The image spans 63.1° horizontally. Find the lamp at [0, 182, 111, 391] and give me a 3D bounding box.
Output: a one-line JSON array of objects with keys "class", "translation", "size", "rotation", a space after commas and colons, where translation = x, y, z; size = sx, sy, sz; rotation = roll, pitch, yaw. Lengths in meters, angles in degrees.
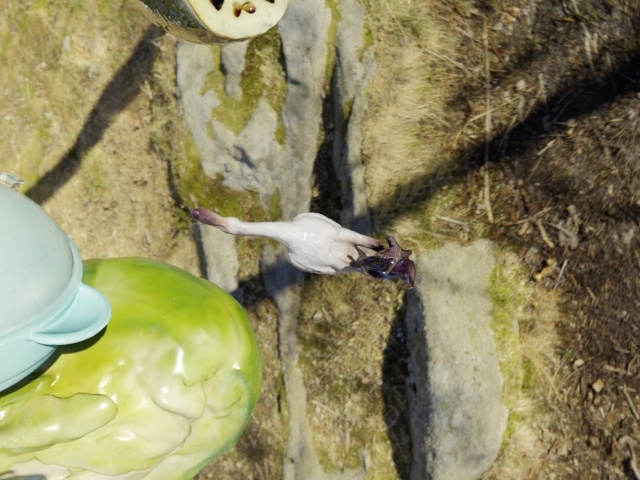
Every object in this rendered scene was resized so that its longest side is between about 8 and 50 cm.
[{"class": "lamp", "translation": [-0.308, 0.018, 0.394], "size": [0.284, 0.209, 0.147], "rotation": [15, 107, 38]}]

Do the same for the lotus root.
[{"class": "lotus root", "translation": [-0.237, -0.498, 0.989], "size": [0.346, 0.251, 0.250], "rotation": [38, 124, 47]}]

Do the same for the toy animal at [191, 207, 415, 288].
[{"class": "toy animal", "translation": [-0.012, 0.001, 0.797], "size": [0.324, 0.195, 0.090], "rotation": [14, 79, 5]}]

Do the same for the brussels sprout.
[{"class": "brussels sprout", "translation": [-0.253, 0.178, 0.596], "size": [0.315, 0.371, 0.275], "rotation": [30, 151, 49]}]

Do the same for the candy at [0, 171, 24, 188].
[{"class": "candy", "translation": [-0.721, -0.080, 1.114], "size": [0.046, 0.182, 0.053], "rotation": [41, 165, 6]}]
